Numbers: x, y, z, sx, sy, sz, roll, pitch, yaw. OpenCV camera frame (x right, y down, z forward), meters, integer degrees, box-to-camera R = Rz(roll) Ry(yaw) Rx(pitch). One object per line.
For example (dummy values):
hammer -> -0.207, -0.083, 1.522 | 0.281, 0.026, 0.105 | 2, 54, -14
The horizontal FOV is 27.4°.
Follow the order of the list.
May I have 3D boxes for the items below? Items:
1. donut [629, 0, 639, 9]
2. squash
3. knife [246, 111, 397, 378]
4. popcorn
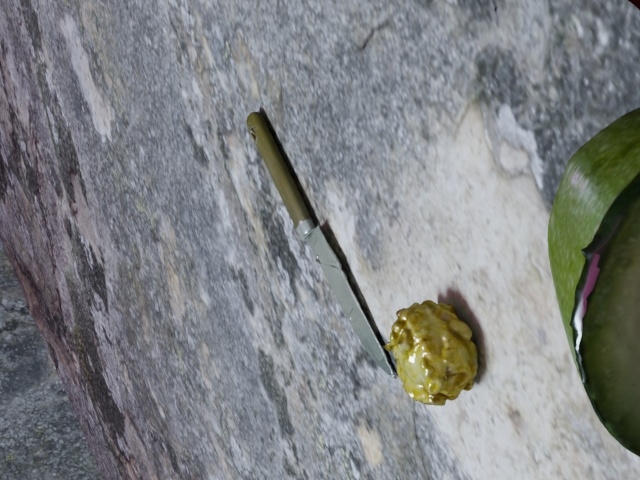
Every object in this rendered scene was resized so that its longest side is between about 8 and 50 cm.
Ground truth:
donut -> 0.163, -0.189, 0.489 | 0.235, 0.089, 0.235 | 54, 155, 40
squash -> 0.174, 0.009, 0.560 | 0.123, 0.170, 0.170 | -110, 8, -70
knife -> -0.002, 0.001, 1.207 | 0.298, 0.017, 0.047 | 64, 153, 19
popcorn -> 0.084, 0.086, 1.000 | 0.083, 0.057, 0.082 | -2, 113, 66
